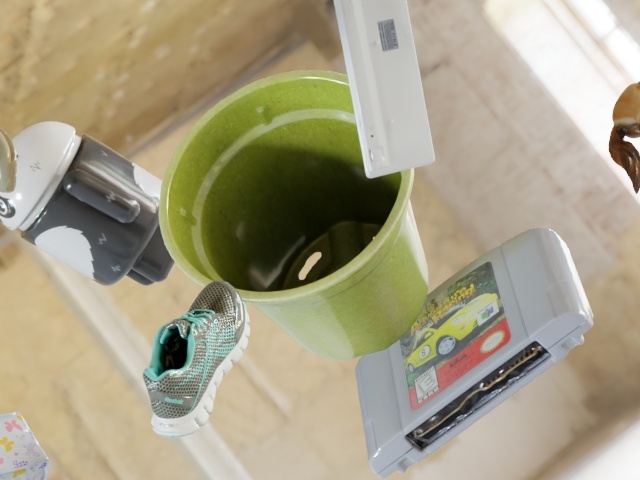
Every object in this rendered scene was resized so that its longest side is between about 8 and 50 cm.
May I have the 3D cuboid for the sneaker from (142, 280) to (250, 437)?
[{"bbox_3d":[-0.110,0.089,1.441,0.065,0.076,0.166,-1,44,20],"label":"sneaker"}]

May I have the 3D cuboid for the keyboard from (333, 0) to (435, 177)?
[{"bbox_3d":[0.054,-0.190,1.549,0.072,0.256,0.014,-15,10,-24],"label":"keyboard"}]

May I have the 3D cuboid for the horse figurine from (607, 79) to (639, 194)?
[{"bbox_3d":[0.429,-0.174,1.989,0.263,0.066,0.174,-44,26,-11],"label":"horse figurine"}]

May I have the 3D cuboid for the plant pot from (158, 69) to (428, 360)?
[{"bbox_3d":[0.000,0.000,1.791,0.276,0.276,0.254,-37,-35,-4],"label":"plant pot"}]

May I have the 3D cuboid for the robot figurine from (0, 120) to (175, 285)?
[{"bbox_3d":[-0.321,-0.044,2.282,0.209,0.278,0.174,-47,19,33],"label":"robot figurine"}]

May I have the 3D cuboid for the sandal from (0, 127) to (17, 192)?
[{"bbox_3d":[-0.359,-0.102,1.697,0.049,0.180,0.072,-11,-57,-26],"label":"sandal"}]

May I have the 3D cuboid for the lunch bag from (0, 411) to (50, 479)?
[{"bbox_3d":[-0.294,0.197,1.471,0.083,0.071,0.053,-9,-47,-38],"label":"lunch bag"}]

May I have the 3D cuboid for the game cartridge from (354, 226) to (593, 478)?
[{"bbox_3d":[0.159,0.116,1.824,0.294,0.060,0.196,-39,24,18],"label":"game cartridge"}]
